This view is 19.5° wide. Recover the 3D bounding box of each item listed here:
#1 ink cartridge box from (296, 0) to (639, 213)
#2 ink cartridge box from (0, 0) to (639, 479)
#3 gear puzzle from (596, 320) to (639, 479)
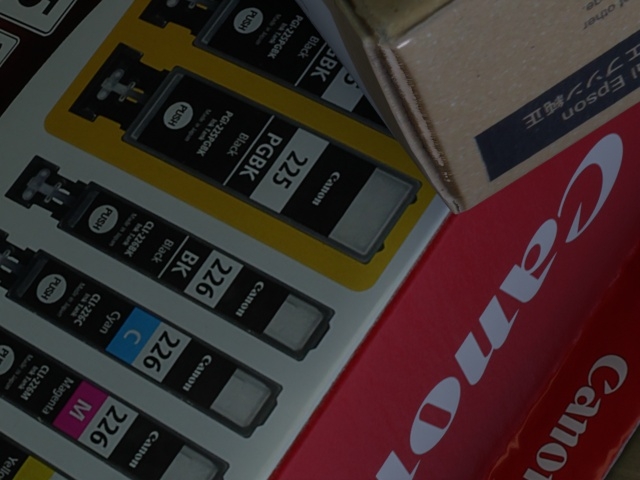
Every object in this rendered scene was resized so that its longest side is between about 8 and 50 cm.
[{"bbox_3d":[0.050,-0.152,0.517,0.193,0.088,0.235,-32,56,-1],"label":"ink cartridge box"},{"bbox_3d":[0.000,0.000,0.579,0.272,0.130,0.309,26,73,30],"label":"ink cartridge box"},{"bbox_3d":[0.188,0.038,0.592,0.175,0.044,0.339,11,66,24],"label":"gear puzzle"}]
